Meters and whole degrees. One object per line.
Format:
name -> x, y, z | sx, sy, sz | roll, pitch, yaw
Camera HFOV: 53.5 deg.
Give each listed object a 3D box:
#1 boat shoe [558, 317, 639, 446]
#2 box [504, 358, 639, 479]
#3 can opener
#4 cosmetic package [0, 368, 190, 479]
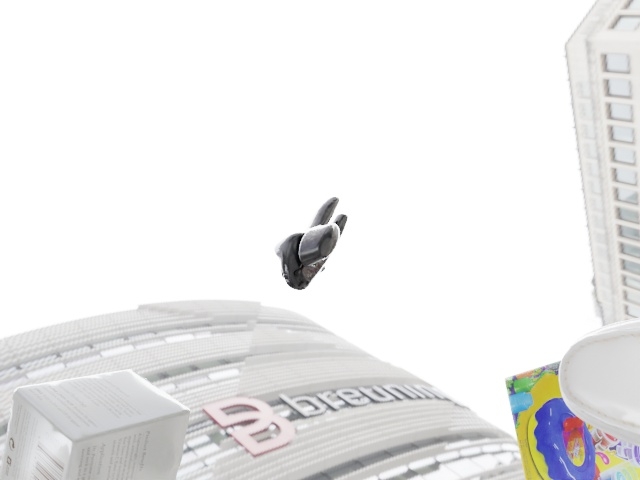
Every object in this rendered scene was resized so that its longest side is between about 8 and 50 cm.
boat shoe -> 0.259, 0.088, 0.368 | 0.096, 0.277, 0.098 | 14, -102, -41
box -> 0.447, 0.304, 0.884 | 0.177, 0.279, 0.290 | 15, -124, -34
can opener -> 0.000, 0.000, 0.726 | 0.186, 0.073, 0.059 | -54, -49, -65
cosmetic package -> -0.303, 0.283, 0.859 | 0.183, 0.151, 0.151 | 3, -75, -53
